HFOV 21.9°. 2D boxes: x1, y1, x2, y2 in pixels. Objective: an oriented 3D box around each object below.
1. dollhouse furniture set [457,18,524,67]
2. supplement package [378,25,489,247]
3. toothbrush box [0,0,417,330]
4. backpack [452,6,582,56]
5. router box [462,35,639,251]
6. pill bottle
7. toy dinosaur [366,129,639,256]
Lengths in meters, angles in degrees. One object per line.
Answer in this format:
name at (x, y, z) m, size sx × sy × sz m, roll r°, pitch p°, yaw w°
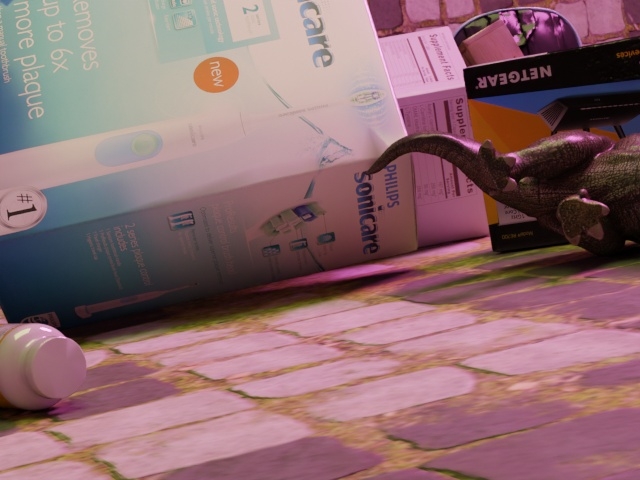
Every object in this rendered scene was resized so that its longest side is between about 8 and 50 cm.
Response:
dollhouse furniture set at (0.103, -0.074, 1.571) m, size 0.242 × 0.161 × 0.212 m, roll -31°, pitch 0°, yaw -3°
supplement package at (0.004, -0.069, 1.328) m, size 0.244 × 0.134 × 0.139 m, roll -10°, pitch 28°, yaw 0°
toothbrush box at (-0.097, -0.078, 1.165) m, size 0.295 × 0.216 × 0.126 m, roll -11°, pitch -34°, yaw -3°
backpack at (0.200, -0.146, 1.724) m, size 0.166 × 0.188 × 0.144 m, roll -11°, pitch 5°, yaw -2°
router box at (0.198, -0.070, 1.143) m, size 0.179 × 0.133 × 0.046 m, roll -9°, pitch 4°, yaw 20°
pill bottle at (-0.151, 0.063, 0.830) m, size 0.043 × 0.043 × 0.083 m, roll -14°, pitch 6°, yaw -38°
toy dinosaur at (0.189, -0.033, 1.025) m, size 0.313 × 0.121 × 0.160 m, roll -13°, pitch -9°, yaw 21°
